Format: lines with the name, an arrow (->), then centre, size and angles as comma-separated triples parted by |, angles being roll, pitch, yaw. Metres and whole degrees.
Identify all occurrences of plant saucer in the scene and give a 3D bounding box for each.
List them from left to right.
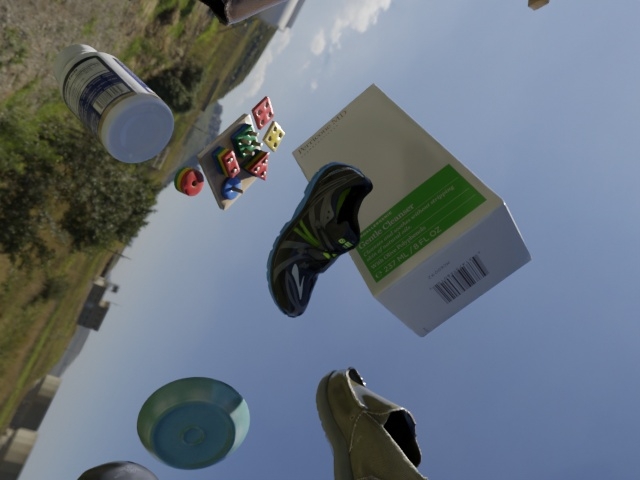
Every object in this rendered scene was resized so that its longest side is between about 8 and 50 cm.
plant saucer -> -0.135, 0.203, 0.488 | 0.119, 0.119, 0.021 | -59, -161, 9

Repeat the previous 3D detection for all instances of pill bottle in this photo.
pill bottle -> -0.277, -0.185, 0.598 | 0.169, 0.094, 0.094 | 43, -70, 23

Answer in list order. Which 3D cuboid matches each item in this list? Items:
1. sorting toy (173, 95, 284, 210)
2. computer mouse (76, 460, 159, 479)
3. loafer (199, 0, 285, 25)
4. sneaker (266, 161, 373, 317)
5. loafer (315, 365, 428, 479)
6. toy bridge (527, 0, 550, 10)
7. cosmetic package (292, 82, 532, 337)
sorting toy -> -0.141, -0.145, 0.843 | 0.046, 0.132, 0.275 | 22, -123, 26
computer mouse -> -0.107, 0.207, 0.242 | 0.041, 0.071, 0.242 | -63, -148, 8
loafer -> -0.108, -0.335, 0.555 | 0.134, 0.365, 0.130 | 44, -49, 37
sneaker -> 0.000, 0.000, 0.516 | 0.078, 0.067, 0.188 | 22, -95, 40
loafer -> 0.058, 0.203, 0.453 | 0.087, 0.094, 0.251 | -29, -163, 1
toy bridge -> 0.223, -0.362, 0.578 | 0.026, 0.188, 0.063 | -6, -106, 62
cosmetic package -> 0.116, -0.063, 0.705 | 0.197, 0.155, 0.366 | -40, -136, 10
